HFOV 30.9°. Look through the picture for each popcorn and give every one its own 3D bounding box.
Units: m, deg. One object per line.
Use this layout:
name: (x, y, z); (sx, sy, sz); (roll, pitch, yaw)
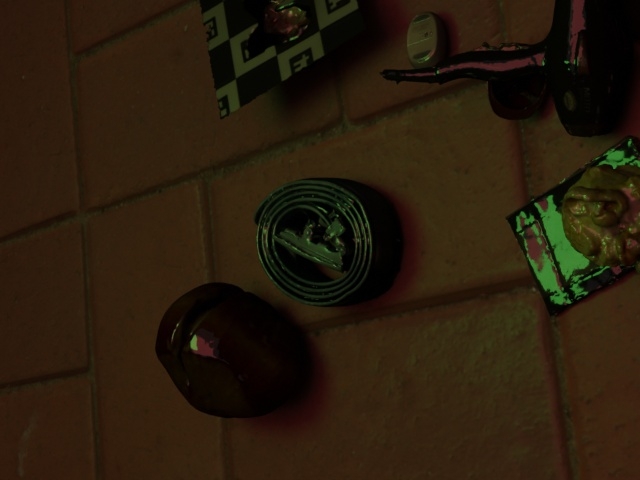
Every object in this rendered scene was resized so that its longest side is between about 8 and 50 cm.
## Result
popcorn: (0.387, -0.033, 1.528); (0.141, 0.162, 0.135); (-65, 10, -13)

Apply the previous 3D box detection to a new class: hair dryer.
hair dryer: (0.247, -0.285, 1.617); (0.359, 0.120, 0.303); (-5, 102, 18)

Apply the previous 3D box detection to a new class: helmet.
helmet: (0.283, -0.232, 1.697); (0.089, 0.057, 0.111); (9, 97, -3)

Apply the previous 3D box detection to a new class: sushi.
sushi: (-0.057, -0.403, 1.986); (0.296, 0.100, 0.373); (-28, 57, 24)

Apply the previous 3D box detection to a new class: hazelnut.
hazelnut: (-0.145, 0.186, 1.924); (0.251, 0.217, 0.217); (27, 102, 28)

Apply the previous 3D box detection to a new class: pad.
pad: (0.379, -0.021, 1.619); (0.233, 0.022, 0.174); (-35, 65, 32)

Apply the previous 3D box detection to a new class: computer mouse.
computer mouse: (0.169, -0.308, 1.815); (0.066, 0.039, 0.096); (-12, 69, 37)

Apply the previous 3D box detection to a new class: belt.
belt: (0.000, 0.000, 1.866); (0.267, 0.116, 0.206); (12, 97, 37)

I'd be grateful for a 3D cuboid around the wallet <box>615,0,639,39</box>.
wallet: (0.520, -0.336, 1.523); (0.321, 0.044, 0.170); (20, 107, 43)
